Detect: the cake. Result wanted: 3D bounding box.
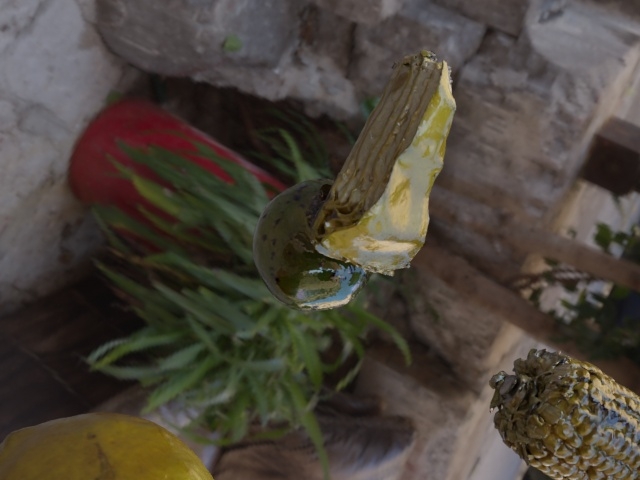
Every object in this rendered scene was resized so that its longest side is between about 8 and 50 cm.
[{"bbox_3d":[0.076,-0.051,0.868,0.116,0.080,0.185,39,74,-38],"label":"cake"}]

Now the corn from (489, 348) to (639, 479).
[{"bbox_3d":[0.293,0.202,1.006,0.115,0.318,0.115,-43,-152,30],"label":"corn"}]

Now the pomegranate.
[{"bbox_3d":[0.001,0.004,0.963,0.130,0.130,0.130,-51,158,-29],"label":"pomegranate"}]

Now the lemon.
[{"bbox_3d":[-0.182,0.264,0.870,0.233,0.288,0.233,-17,131,-20],"label":"lemon"}]
